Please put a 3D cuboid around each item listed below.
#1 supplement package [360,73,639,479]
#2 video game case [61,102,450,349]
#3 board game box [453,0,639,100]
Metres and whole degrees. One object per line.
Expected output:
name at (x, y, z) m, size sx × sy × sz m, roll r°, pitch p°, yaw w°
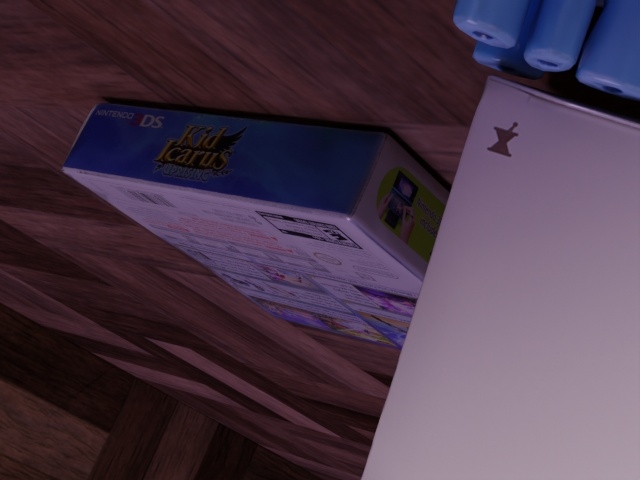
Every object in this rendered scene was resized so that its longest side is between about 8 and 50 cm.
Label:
supplement package at (0.168, 0.072, 0.545) m, size 0.261 × 0.204 × 0.145 m, roll 19°, pitch -172°, yaw 16°
video game case at (0.000, 0.000, 0.936) m, size 0.269 × 0.061 × 0.244 m, roll 11°, pitch 160°, yaw 43°
board game box at (0.156, -0.073, 0.281) m, size 0.390 × 0.050 × 0.390 m, roll 18°, pitch 175°, yaw 26°
